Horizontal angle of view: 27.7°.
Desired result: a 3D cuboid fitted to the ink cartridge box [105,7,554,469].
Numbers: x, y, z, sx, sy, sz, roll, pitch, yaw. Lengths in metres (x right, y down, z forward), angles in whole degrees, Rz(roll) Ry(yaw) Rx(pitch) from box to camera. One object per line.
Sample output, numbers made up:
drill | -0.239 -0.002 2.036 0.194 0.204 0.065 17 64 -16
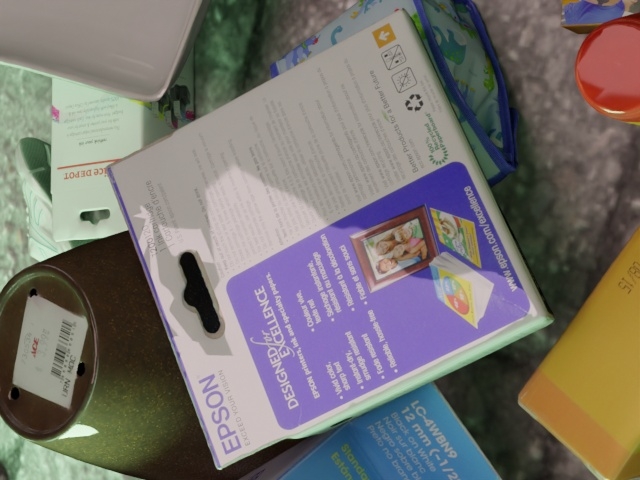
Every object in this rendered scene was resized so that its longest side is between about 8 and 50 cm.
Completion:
ink cartridge box | 0.000 0.000 0.757 0.208 0.045 0.206 -26 71 11

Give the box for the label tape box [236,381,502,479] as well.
label tape box | -0.009 0.274 0.800 0.347 0.115 0.249 -34 91 33

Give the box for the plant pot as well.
plant pot | -0.096 0.073 0.860 0.215 0.230 0.215 -4 84 38

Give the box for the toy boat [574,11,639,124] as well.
toy boat | 0.161 -0.212 0.643 0.267 0.148 0.318 1 98 26

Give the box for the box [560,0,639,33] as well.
box | 0.209 -0.166 0.763 0.136 0.028 0.081 3 89 41

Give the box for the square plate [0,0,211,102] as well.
square plate | -0.164 -0.282 1.010 0.344 0.049 0.347 16 81 38

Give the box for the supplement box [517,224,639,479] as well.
supplement box | 0.212 0.022 0.717 0.078 0.080 0.233 44 115 31

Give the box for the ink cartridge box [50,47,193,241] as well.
ink cartridge box | -0.157 -0.090 1.027 0.104 0.061 0.181 -4 84 38

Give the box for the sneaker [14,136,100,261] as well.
sneaker | -0.228 -0.018 1.085 0.061 0.053 0.152 -42 63 32

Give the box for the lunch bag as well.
lunch bag | 0.053 -0.076 0.838 0.129 0.096 0.151 -34 57 31
